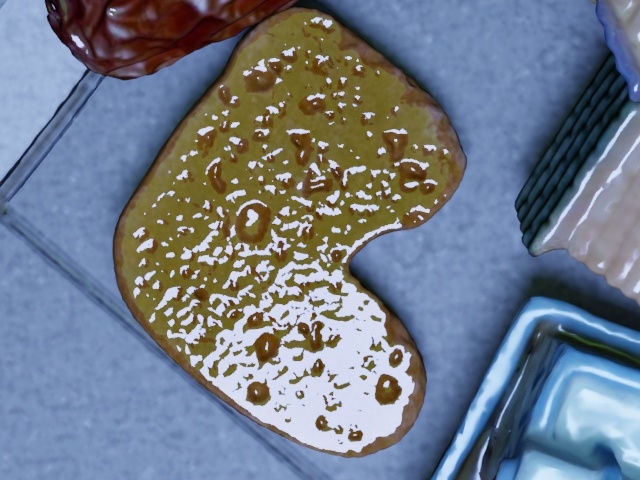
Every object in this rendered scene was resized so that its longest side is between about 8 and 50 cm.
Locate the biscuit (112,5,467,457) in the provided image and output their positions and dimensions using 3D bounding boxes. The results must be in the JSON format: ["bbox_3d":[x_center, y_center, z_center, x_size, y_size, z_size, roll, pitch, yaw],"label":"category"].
[{"bbox_3d":[0.000,0.000,0.724,0.186,0.036,0.192,36,94,0],"label":"biscuit"}]

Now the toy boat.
[{"bbox_3d":[0.092,0.197,0.676,0.145,0.133,0.331,21,94,3],"label":"toy boat"}]

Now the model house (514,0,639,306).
[{"bbox_3d":[0.181,-0.061,0.657,0.172,0.166,0.182,34,110,18],"label":"model house"}]

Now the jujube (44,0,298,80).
[{"bbox_3d":[-0.043,-0.181,0.669,0.168,0.168,0.236,45,112,2],"label":"jujube"}]
